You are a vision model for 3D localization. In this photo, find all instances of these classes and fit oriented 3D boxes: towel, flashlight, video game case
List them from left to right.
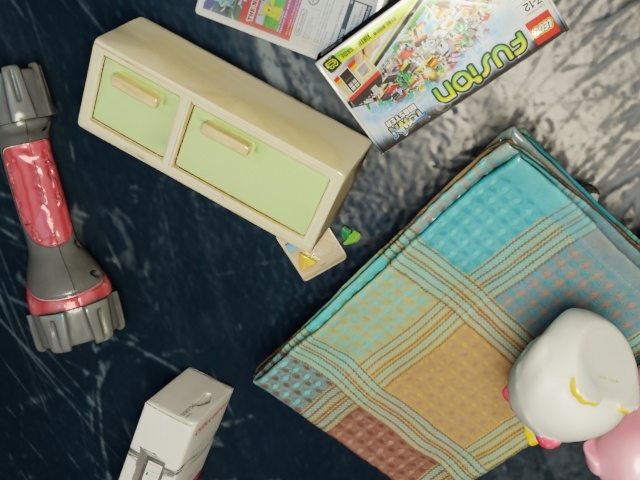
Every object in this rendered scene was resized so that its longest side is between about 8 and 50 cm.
[{"bbox_3d":[-0.297,-0.034,0.871,0.103,0.103,0.304,-8,103,16],"label":"flashlight"},{"bbox_3d":[-0.010,-0.287,0.781,0.183,0.023,0.201,23,109,7],"label":"video game case"},{"bbox_3d":[0.144,0.102,0.777,0.271,0.040,0.370,38,118,-14],"label":"towel"}]

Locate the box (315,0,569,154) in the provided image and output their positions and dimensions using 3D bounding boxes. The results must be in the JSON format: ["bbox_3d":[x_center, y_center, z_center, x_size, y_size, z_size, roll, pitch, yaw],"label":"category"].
[{"bbox_3d":[0.111,-0.185,0.754,0.207,0.036,0.114,-33,108,18],"label":"box"}]

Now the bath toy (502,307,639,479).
[{"bbox_3d":[0.305,0.179,0.719,0.348,0.151,0.129,25,151,-18],"label":"bath toy"}]

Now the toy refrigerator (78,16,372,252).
[{"bbox_3d":[-0.098,-0.105,0.797,0.269,0.094,0.102,30,127,5],"label":"toy refrigerator"}]

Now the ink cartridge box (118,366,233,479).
[{"bbox_3d":[-0.166,0.231,0.903,0.063,0.109,0.150,25,108,10],"label":"ink cartridge box"}]

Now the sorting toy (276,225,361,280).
[{"bbox_3d":[0.000,0.000,0.856,0.083,0.012,0.062,-30,95,19],"label":"sorting toy"}]

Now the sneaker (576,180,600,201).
[{"bbox_3d":[0.222,0.030,0.788,0.083,0.071,0.190,29,117,-2],"label":"sneaker"}]
